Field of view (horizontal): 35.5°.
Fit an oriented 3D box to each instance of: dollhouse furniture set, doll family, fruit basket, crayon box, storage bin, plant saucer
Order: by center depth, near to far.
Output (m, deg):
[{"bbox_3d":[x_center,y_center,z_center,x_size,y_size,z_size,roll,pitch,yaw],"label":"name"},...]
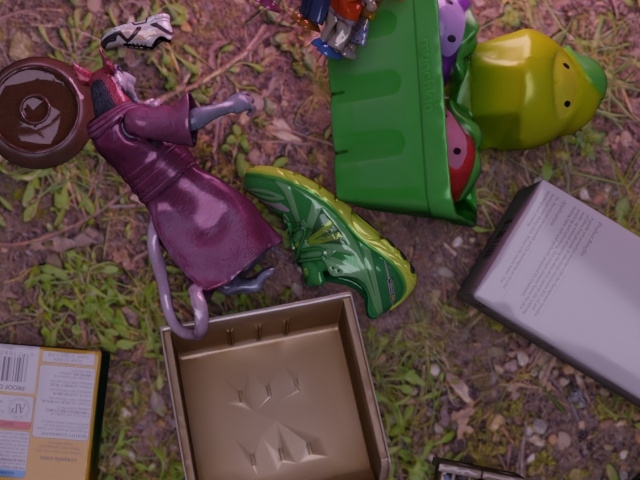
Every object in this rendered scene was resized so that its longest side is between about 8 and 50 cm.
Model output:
[{"bbox_3d":[0.027,-0.338,1.277,0.118,0.263,0.163,9,116,-41],"label":"doll family"},{"bbox_3d":[-0.062,0.232,1.352,0.262,0.123,0.260,-10,68,-8],"label":"storage bin"},{"bbox_3d":[0.218,0.383,1.362,0.129,0.184,0.129,11,86,-1],"label":"dollhouse furniture set"},{"bbox_3d":[0.210,-0.204,1.379,0.392,0.283,0.392,-1,87,16],"label":"fruit basket"},{"bbox_3d":[-0.416,0.306,1.392,0.203,0.083,0.323,5,82,-1],"label":"crayon box"},{"bbox_3d":[-0.415,-0.189,1.461,0.168,0.029,0.168,0,87,-1],"label":"plant saucer"}]

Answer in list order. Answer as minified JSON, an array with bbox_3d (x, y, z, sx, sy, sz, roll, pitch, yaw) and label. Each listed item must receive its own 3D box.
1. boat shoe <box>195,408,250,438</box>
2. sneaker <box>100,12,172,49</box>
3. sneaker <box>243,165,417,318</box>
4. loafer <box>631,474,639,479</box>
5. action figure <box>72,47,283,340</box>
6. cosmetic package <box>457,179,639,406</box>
[{"bbox_3d":[-0.113,0.272,1.428,0.137,0.049,0.043,29,83,-2],"label":"boat shoe"},{"bbox_3d":[-0.268,-0.298,1.466,0.109,0.040,0.044,-18,89,-2],"label":"sneaker"},{"bbox_3d":[0.000,0.000,1.420,0.295,0.109,0.123,39,85,2],"label":"sneaker"},{"bbox_3d":[0.504,0.359,1.417,0.251,0.094,0.087,-38,84,-4],"label":"loafer"},{"bbox_3d":[-0.218,-0.081,1.332,0.370,0.248,0.276,50,62,-13],"label":"action figure"},{"bbox_3d":[0.403,0.094,1.402,0.365,0.155,0.197,33,86,0],"label":"cosmetic package"}]
